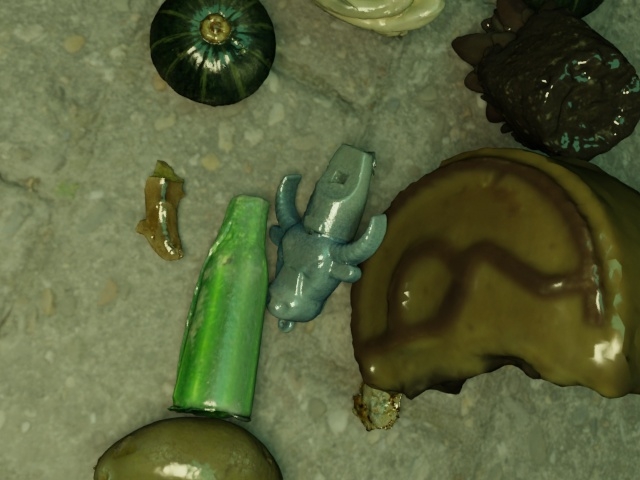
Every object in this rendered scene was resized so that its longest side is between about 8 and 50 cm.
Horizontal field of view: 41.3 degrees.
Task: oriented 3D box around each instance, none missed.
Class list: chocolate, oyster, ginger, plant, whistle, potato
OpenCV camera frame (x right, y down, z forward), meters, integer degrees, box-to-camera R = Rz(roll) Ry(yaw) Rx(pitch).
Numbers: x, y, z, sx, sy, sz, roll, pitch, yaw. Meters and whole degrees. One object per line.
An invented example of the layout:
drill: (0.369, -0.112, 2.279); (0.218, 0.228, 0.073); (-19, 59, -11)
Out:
chocolate: (-0.116, 0.083, 1.096); (0.110, 0.110, 0.291); (15, 73, -19)
oyster: (0.086, 0.202, 1.193); (0.086, 0.029, 0.132); (41, 65, -18)
ginger: (-0.206, -0.041, 1.110); (0.057, 0.044, 0.137); (6, 80, -40)
plant: (0.310, -0.241, 1.219); (0.182, 0.320, 0.194); (-37, 118, 4)
whistle: (0.000, 0.000, 1.127); (0.093, 0.180, 0.269); (10, 103, -50)
potato: (-0.151, 0.296, 1.006); (0.235, 0.160, 0.177); (15, 84, -22)

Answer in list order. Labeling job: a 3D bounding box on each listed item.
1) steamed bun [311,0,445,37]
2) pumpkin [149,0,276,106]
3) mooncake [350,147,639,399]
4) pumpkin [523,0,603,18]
steamed bun: (0.051, -0.406, 1.187); (0.268, 0.207, 0.280); (41, 50, -16)
pumpkin: (-0.142, -0.260, 1.127); (0.167, 0.125, 0.167); (4, 77, -20)
mooncake: (0.233, 0.083, 1.062); (0.246, 0.394, 0.393); (5, 39, -44)
pumpkin: (0.378, -0.452, 1.363); (0.212, 0.152, 0.211); (-3, 99, -18)
